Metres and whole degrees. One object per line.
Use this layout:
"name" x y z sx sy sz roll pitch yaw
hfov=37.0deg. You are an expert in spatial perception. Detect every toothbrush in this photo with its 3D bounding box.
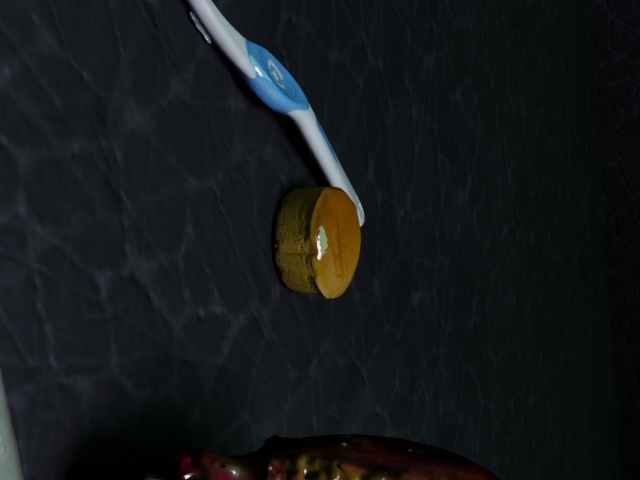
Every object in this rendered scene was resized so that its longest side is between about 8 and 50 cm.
"toothbrush" -0.033 -0.101 0.641 0.386 0.040 0.040 57 40 -58

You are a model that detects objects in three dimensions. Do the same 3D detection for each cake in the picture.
"cake" 0.000 0.000 0.699 0.084 0.044 0.084 3 90 -65

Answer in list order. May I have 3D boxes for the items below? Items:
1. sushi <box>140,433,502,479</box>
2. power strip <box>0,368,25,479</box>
"sushi" 0.001 0.202 0.488 0.215 0.227 0.212 54 36 -62
"power strip" -0.192 0.111 0.252 0.288 0.053 0.093 -39 126 -62
